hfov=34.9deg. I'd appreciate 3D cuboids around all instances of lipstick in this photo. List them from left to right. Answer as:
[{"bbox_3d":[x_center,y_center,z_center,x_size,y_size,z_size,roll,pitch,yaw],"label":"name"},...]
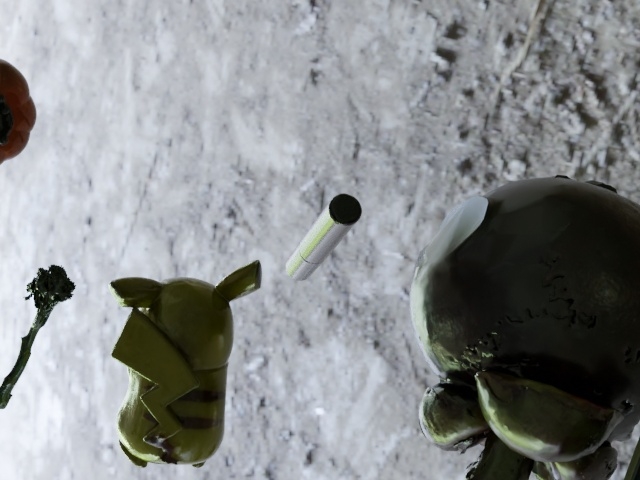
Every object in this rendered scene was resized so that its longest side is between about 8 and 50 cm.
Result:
[{"bbox_3d":[0.000,0.000,1.717,0.356,0.057,0.057,129,137,-68],"label":"lipstick"}]

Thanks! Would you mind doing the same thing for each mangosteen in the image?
[{"bbox_3d":[0.281,0.112,1.306,0.381,0.421,0.381,30,148,21],"label":"mangosteen"}]

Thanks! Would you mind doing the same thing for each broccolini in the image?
[{"bbox_3d":[-0.434,0.145,1.485,0.254,0.058,0.071,-58,24,15],"label":"broccolini"}]

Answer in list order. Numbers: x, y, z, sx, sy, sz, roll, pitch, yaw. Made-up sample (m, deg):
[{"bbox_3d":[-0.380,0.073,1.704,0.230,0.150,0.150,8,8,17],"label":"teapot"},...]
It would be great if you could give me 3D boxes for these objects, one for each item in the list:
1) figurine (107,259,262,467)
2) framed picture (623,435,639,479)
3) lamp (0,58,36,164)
[{"bbox_3d":[-0.213,0.175,1.474,0.169,0.218,0.326,-157,70,-66],"label":"figurine"},{"bbox_3d":[0.356,0.349,1.094,0.209,0.019,0.281,-116,40,-74],"label":"framed picture"},{"bbox_3d":[-0.541,-0.202,1.575,0.164,0.188,0.187,24,105,47],"label":"lamp"}]
